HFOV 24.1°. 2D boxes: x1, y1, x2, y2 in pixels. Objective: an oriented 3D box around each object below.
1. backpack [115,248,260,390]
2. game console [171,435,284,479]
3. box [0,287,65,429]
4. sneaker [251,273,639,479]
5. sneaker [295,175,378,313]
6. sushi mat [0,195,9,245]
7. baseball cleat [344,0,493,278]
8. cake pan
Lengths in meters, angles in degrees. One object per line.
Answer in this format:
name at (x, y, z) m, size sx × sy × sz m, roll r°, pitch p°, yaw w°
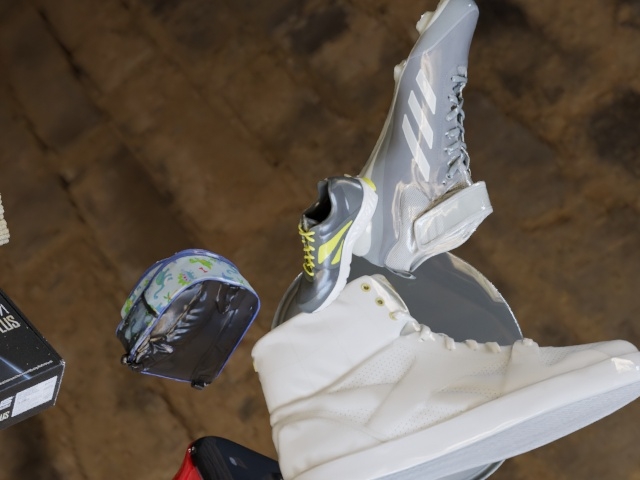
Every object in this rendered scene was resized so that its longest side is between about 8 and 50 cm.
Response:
backpack at (-0.121, 0.063, 1.360) m, size 0.114 × 0.105 × 0.084 m, roll -53°, pitch -136°, yaw 19°
game console at (0.064, 0.314, 1.168) m, size 0.060 × 0.342 × 0.386 m, roll -55°, pitch -144°, yaw 14°
box at (-0.394, 0.140, 1.620) m, size 0.180 × 0.077 × 0.147 m, roll -23°, pitch -123°, yaw -40°
sneaker at (0.094, 0.086, 1.137) m, size 0.292 × 0.108 × 0.169 m, roll -16°, pitch -115°, yaw -7°
sneaker at (0.000, 0.000, 0.832) m, size 0.031 × 0.035 × 0.083 m, roll 35°, pitch -74°, yaw 54°
sushi mat at (-0.408, -0.055, 1.646) m, size 0.019 × 0.151 × 0.316 m, roll -11°, pitch -176°, yaw 6°
baseball cleat at (0.089, -0.072, 1.081) m, size 0.109 × 0.072 × 0.206 m, roll 28°, pitch -75°, yaw 18°
cake pan at (0.093, 0.124, 1.571) m, size 0.293 × 0.293 × 0.054 m, roll -62°, pitch -176°, yaw -32°
